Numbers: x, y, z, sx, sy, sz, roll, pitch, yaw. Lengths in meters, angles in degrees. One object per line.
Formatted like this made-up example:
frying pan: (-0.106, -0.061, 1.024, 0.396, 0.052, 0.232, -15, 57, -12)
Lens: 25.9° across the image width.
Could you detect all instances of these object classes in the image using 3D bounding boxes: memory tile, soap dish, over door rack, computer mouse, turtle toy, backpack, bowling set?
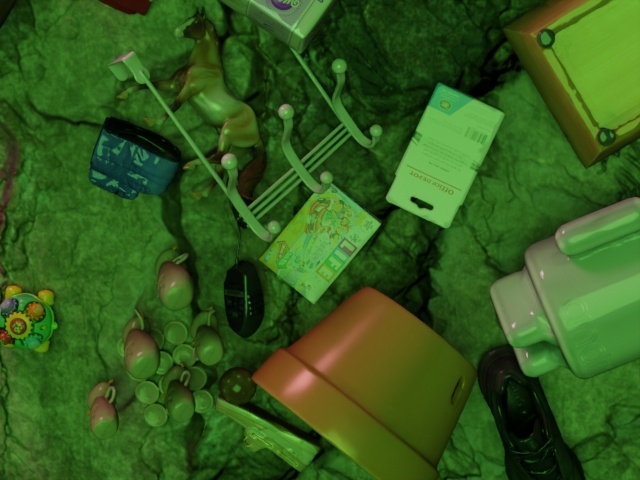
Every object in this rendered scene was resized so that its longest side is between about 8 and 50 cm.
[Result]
memory tile: (-0.228, 0.197, 2.060, 0.113, 0.012, 0.148, -19, 97, 8)
soap dish: (0.428, -0.262, 1.872, 0.290, 0.118, 0.229, -31, 96, 8)
over door rack: (-0.091, -0.194, 1.878, 0.239, 0.108, 0.324, -43, 96, -26)
computer mouse: (-0.107, 0.019, 2.003, 0.041, 0.071, 0.242, -4, 97, -30)
turtle toy: (-0.449, 0.117, 2.036, 0.130, 0.066, 0.095, 8, 100, 3)
backpack: (-0.263, -0.110, 1.969, 0.120, 0.098, 0.101, 20, 110, -12)
bowling set: (-0.200, 0.177, 1.994, 0.200, 0.154, 0.287, 29, 100, -20)

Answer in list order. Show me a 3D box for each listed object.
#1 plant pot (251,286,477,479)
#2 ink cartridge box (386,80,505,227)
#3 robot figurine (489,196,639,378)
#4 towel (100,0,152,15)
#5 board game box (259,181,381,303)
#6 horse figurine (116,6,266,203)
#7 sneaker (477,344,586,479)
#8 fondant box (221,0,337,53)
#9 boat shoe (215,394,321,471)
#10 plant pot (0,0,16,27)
plant pot: (0.078, 0.201, 1.915, 0.291, 0.291, 0.203, 38, 85, -3)
ink cartridge box: (0.172, -0.120, 1.947, 0.104, 0.060, 0.180, 25, 101, -1)
robot figurine: (0.414, 0.060, 1.888, 0.353, 0.200, 0.300, -24, 138, 9)
towel: (-0.260, -0.453, 1.883, 0.199, 0.031, 0.275, 19, 105, -43)
board game box: (0.000, 0.000, 1.999, 0.103, 0.026, 0.154, 39, 101, -3)
horse figurine: (-0.156, -0.171, 1.940, 0.174, 0.066, 0.263, -41, 96, -28)
sneaker: (0.300, 0.295, 1.975, 0.109, 0.130, 0.286, -26, 98, 7)
fondant box: (-0.030, -0.453, 1.843, 0.238, 0.096, 0.330, 34, 84, -1)
boat shoe: (-0.085, 0.284, 2.038, 0.170, 0.063, 0.059, 29, 95, -1)
plant pot: (-0.470, -0.401, 1.874, 0.215, 0.215, 0.230, 43, 99, -3)
